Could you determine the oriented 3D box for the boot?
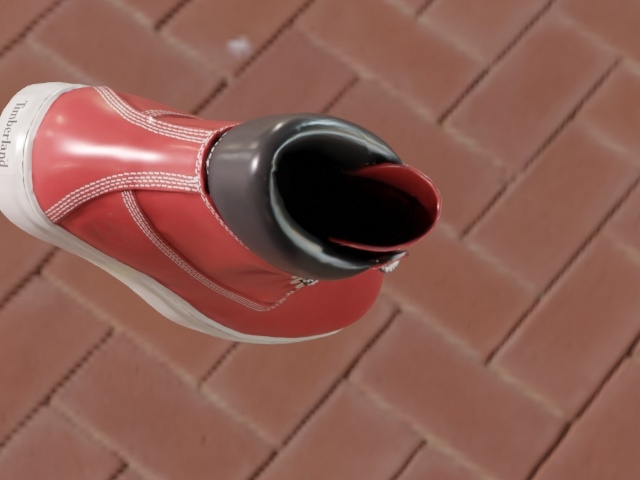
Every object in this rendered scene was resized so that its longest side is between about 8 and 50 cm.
[{"bbox_3d":[0.000,0.000,0.826,0.176,0.244,0.088,7,79,35],"label":"boot"}]
